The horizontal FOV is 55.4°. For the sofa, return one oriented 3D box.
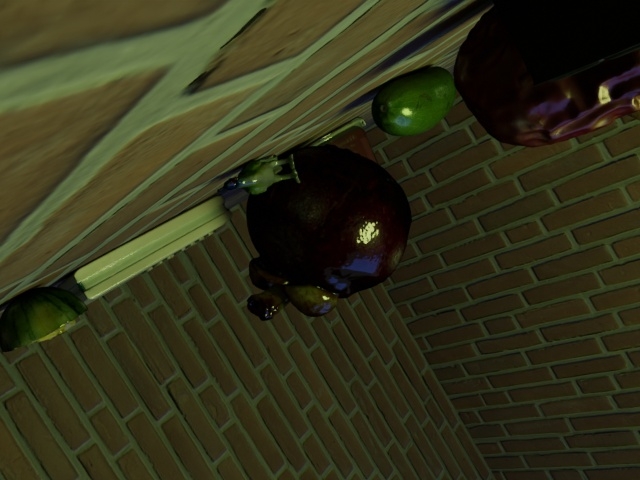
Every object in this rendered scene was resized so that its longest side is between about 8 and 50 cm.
[{"bbox_3d":[0.168,-0.153,0.367,0.060,0.085,0.147,-28,-175,-5],"label":"sofa"}]

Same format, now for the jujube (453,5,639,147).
[{"bbox_3d":[0.230,-0.167,0.511,0.230,0.155,0.155,-30,-174,14],"label":"jujube"}]

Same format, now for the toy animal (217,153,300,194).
[{"bbox_3d":[-0.058,-0.091,0.780,0.075,0.041,0.217,-9,-166,17],"label":"toy animal"}]

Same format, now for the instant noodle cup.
[{"bbox_3d":[0.029,-0.125,1.277,0.234,0.178,0.235,-30,-176,2],"label":"instant noodle cup"}]

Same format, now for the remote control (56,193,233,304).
[{"bbox_3d":[-0.269,0.018,0.959,0.277,0.055,0.103,-36,-173,-39],"label":"remote control"}]

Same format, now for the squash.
[{"bbox_3d":[0.144,-0.199,0.867,0.082,0.082,0.292,-27,-173,30],"label":"squash"}]

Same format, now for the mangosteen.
[{"bbox_3d":[0.012,-0.015,1.046,0.297,0.293,0.297,-4,163,-1],"label":"mangosteen"}]

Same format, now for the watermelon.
[{"bbox_3d":[-0.337,0.089,0.729,0.105,0.062,0.105,-22,-172,3],"label":"watermelon"}]

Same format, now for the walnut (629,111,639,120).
[{"bbox_3d":[0.465,-0.274,0.729,0.313,0.252,0.277,-30,-172,3],"label":"walnut"}]
